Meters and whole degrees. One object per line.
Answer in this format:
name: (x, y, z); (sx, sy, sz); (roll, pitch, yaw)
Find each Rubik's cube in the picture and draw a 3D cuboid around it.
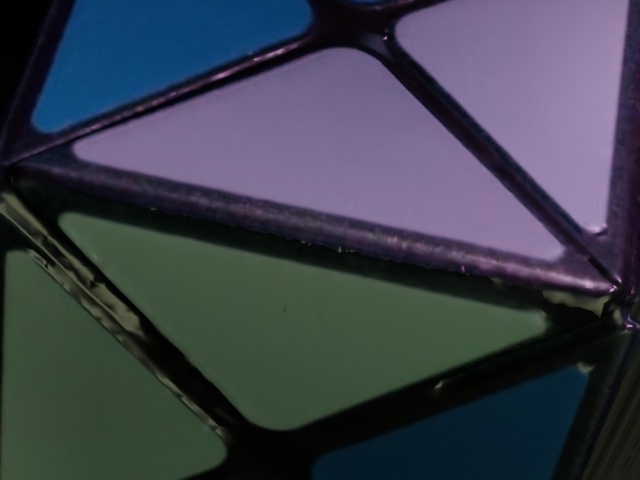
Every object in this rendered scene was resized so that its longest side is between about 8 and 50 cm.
Rubik's cube: (0.000, 0.000, 0.807); (0.246, 0.248, 0.250); (10, 134, 0)
